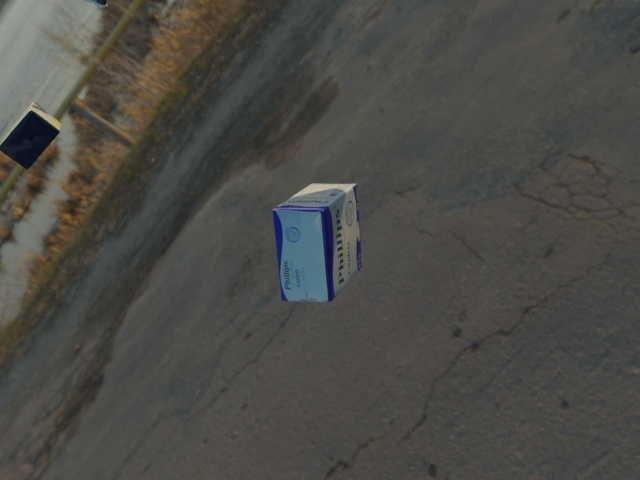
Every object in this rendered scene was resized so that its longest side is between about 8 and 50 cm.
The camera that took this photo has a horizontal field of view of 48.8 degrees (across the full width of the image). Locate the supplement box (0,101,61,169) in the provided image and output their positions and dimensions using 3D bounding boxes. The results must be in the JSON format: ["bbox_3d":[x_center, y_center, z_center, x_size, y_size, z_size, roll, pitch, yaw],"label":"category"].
[{"bbox_3d":[-0.473,-0.172,1.150,0.083,0.056,0.083,-48,27,4],"label":"supplement box"}]

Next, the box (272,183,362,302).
[{"bbox_3d":[0.000,0.000,0.933,0.072,0.126,0.137,3,20,22],"label":"box"}]

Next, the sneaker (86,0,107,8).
[{"bbox_3d":[-0.577,-0.624,1.795,0.031,0.083,0.035,-58,-7,-51],"label":"sneaker"}]
